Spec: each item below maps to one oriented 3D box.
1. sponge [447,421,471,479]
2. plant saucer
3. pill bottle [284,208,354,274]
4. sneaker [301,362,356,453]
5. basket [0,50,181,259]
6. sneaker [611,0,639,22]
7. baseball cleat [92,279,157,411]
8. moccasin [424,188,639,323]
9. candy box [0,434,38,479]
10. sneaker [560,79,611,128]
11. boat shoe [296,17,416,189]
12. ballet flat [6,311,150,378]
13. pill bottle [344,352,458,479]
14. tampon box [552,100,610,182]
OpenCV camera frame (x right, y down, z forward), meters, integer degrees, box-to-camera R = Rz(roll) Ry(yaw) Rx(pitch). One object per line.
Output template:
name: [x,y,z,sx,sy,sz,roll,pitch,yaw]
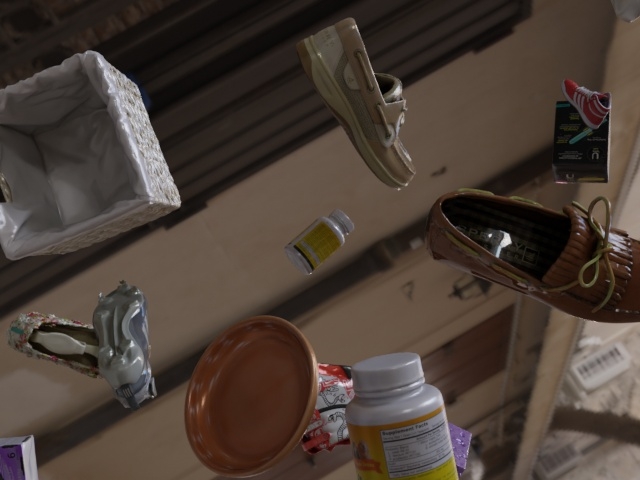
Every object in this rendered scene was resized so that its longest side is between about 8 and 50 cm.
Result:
sponge: [0.219,0.375,1.726,0.117,0.031,0.210,27,11,9]
plant saucer: [-0.081,0.191,1.129,0.037,0.200,0.200,36,15,-47]
pill bottle: [0.000,0.000,1.585,0.065,0.116,0.065,45,-14,14]
sneaker: [-0.044,0.281,1.563,0.090,0.270,0.145,139,-45,-55]
basket: [-0.503,-0.164,1.912,0.266,0.331,0.329,3,66,-81]
sneaker: [0.496,-0.461,1.561,0.123,0.106,0.290,26,36,-7]
baseball cleat: [-0.249,0.141,1.183,0.206,0.072,0.110,-103,180,-62]
moccasin: [0.335,0.012,1.274,0.379,0.139,0.147,23,-16,7]
candy box: [-0.650,0.471,1.781,0.070,0.196,0.165,-65,149,-86]
sneaker: [0.515,-0.280,1.782,0.118,0.042,0.067,60,-32,22]
boat shoe: [0.077,-0.185,1.302,0.302,0.098,0.109,50,15,-42]
ballet flat: [-0.369,0.171,1.446,0.240,0.091,0.077,14,-5,-32]
pill bottle: [0.096,0.246,1.086,0.117,0.117,0.215,-160,-121,-84]
tampon box: [0.585,-0.219,2.071,0.101,0.120,0.161,52,43,-62]
